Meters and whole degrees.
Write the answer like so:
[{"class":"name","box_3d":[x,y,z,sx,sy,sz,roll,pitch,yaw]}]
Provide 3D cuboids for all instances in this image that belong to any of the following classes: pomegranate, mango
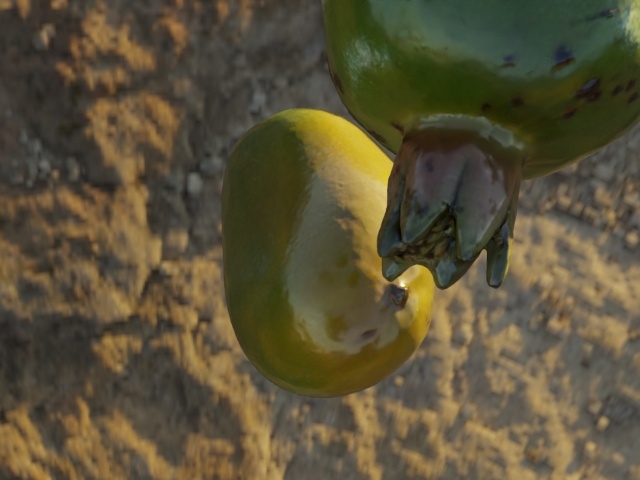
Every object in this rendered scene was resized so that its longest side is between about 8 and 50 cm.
[{"class":"pomegranate","box_3d":[0.068,-0.078,0.745,0.159,0.159,0.205,15,66,3]},{"class":"mango","box_3d":[0.000,0.000,1.205,0.114,0.156,0.251,18,31,-23]}]
